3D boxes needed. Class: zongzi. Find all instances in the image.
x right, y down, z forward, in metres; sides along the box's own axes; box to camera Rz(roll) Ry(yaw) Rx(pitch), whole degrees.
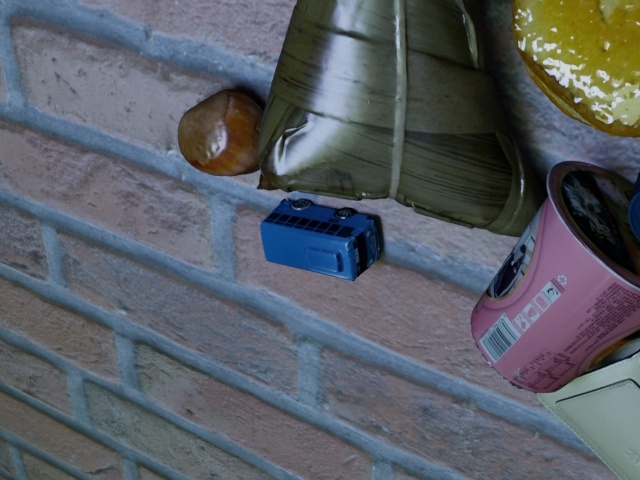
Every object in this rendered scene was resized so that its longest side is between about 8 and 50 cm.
[{"bbox_3d":[0.194,-0.261,1.113,0.466,0.218,0.500,11,118,-13],"label":"zongzi"}]

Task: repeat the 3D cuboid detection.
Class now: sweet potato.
[{"bbox_3d":[-0.081,-0.106,1.465,0.049,0.049,0.117,50,147,-8],"label":"sweet potato"}]

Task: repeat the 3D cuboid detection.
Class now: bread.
[{"bbox_3d":[0.320,-0.224,0.867,0.268,0.145,0.269,6,103,28],"label":"bread"}]

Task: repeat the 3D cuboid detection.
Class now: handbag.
[{"bbox_3d":[0.520,0.265,1.226,0.358,0.160,0.236,45,152,-3],"label":"handbag"}]

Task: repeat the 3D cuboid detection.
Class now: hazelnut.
[{"bbox_3d":[-0.147,-0.169,1.408,0.150,0.150,0.150,19,132,23],"label":"hazelnut"}]

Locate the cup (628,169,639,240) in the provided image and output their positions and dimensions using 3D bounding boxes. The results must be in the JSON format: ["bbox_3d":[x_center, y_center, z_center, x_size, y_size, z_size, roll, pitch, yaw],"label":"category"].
[{"bbox_3d":[0.449,-0.075,1.021,0.131,0.155,0.176,40,138,2],"label":"cup"}]

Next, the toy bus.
[{"bbox_3d":[0.000,0.000,1.440,0.184,0.106,0.090,12,126,29],"label":"toy bus"}]

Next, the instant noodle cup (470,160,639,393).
[{"bbox_3d":[0.329,0.064,1.140,0.244,0.244,0.255,37,129,6],"label":"instant noodle cup"}]
